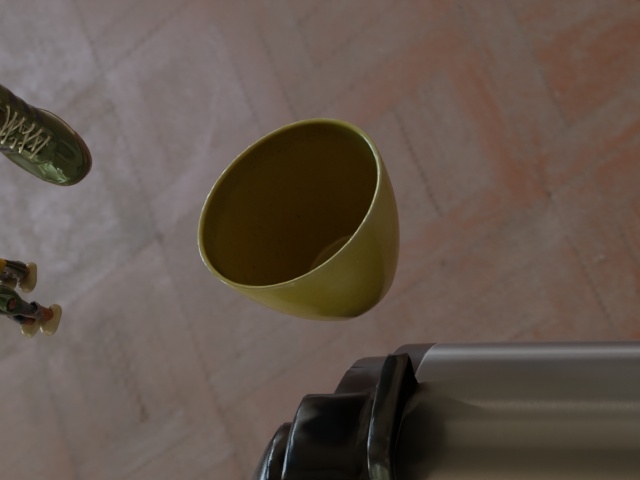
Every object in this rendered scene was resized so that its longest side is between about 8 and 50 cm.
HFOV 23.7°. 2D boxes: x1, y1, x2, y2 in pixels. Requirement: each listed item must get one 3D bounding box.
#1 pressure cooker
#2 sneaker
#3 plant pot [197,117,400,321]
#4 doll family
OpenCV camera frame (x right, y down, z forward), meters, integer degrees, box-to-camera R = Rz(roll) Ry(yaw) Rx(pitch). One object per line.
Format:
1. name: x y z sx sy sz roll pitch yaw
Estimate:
1. pressure cooker: 0.154 0.252 1.076 0.420 0.375 0.370 -1 91 16
2. sneaker: -0.309 -0.113 1.460 0.192 0.086 0.064 40 102 -7
3. plant pot: 0.000 0.000 1.012 0.134 0.095 0.134 -17 49 21
4. doll family: -0.272 0.020 1.061 0.193 0.111 0.076 -4 72 37
